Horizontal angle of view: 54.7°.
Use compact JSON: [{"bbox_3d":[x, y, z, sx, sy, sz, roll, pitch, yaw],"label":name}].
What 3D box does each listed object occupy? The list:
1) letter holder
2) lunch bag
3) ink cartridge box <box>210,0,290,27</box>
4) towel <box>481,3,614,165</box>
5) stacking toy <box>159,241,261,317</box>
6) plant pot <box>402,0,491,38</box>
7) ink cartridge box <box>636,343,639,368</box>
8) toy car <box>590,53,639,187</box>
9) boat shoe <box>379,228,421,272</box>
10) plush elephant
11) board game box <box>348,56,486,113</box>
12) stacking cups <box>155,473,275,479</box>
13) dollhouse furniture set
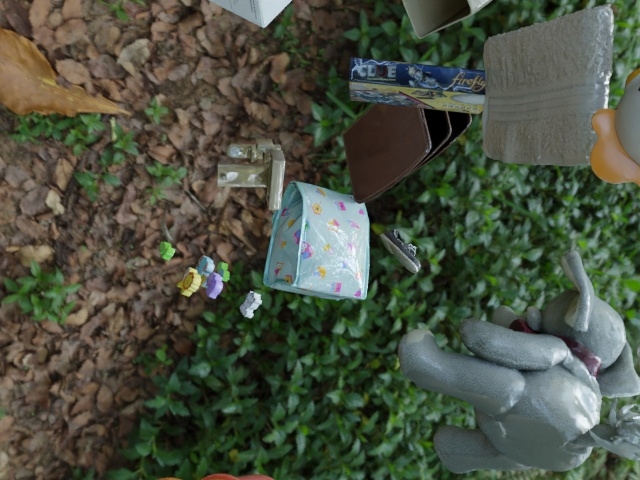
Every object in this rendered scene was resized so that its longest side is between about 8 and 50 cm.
[{"bbox_3d":[0.203,-0.221,1.456,0.152,0.302,0.214,3,68,-29],"label":"letter holder"},{"bbox_3d":[0.000,0.000,1.484,0.224,0.160,0.262,13,77,-34],"label":"lunch bag"},{"bbox_3d":[-0.169,-0.577,1.212,0.211,0.289,0.121,-52,162,-21],"label":"ink cartridge box"},{"bbox_3d":[0.290,-0.197,0.835,0.049,0.282,0.187,-4,100,-11],"label":"towel"},{"bbox_3d":[-0.233,0.071,1.297,0.167,0.221,0.052,26,100,-36],"label":"stacking toy"},{"bbox_3d":[0.157,-0.313,0.713,0.096,0.109,0.109,-31,104,-20],"label":"plant pot"},{"bbox_3d":[0.415,0.164,0.535,0.056,0.225,0.180,-23,99,-59],"label":"ink cartridge box"},{"bbox_3d":[0.364,-0.150,0.619,0.238,0.210,0.219,-31,167,-3],"label":"toy car"},{"bbox_3d":[0.246,0.022,1.822,0.065,0.206,0.075,-32,125,-6],"label":"boat shoe"},{"bbox_3d":[0.306,0.163,0.853,0.255,0.330,0.271,-54,126,-39],"label":"plush elephant"},{"bbox_3d":[0.173,-0.266,1.077,0.244,0.165,0.042,7,92,3],"label":"board game box"},{"bbox_3d":[-0.114,0.198,0.379,0.096,0.096,0.316,-57,148,1],"label":"stacking cups"},{"bbox_3d":[-0.150,-0.140,1.303,0.123,0.151,0.144,0,124,-12],"label":"dollhouse furniture set"}]
